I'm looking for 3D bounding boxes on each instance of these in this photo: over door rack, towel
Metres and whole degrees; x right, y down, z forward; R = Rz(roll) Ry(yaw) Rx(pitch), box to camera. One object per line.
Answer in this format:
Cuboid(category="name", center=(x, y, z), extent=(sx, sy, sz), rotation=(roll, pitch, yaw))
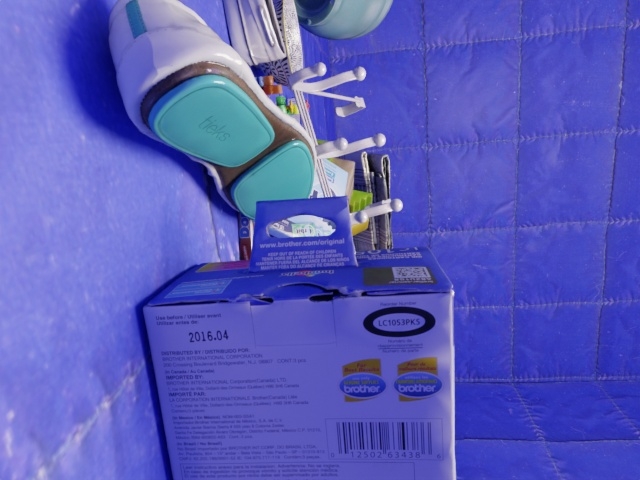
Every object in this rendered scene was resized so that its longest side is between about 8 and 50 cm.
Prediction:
Cuboid(category="over door rack", center=(0.068, -0.158, 0.750), extent=(0.324, 0.108, 0.239), rotation=(-26, 101, -70))
Cuboid(category="towel", center=(0.069, -0.097, 1.214), extent=(0.056, 0.324, 0.312), rotation=(-19, 112, -37))

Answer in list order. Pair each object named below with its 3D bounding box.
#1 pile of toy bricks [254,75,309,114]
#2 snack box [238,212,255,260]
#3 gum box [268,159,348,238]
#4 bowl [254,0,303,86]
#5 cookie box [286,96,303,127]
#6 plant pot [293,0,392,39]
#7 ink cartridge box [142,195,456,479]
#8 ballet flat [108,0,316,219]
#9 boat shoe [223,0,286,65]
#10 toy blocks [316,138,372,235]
Cuboid(category="pile of toy bricks", center=(-0.072, -0.217, 0.727), extent=(0.212, 0.105, 0.118), rotation=(-74, 159, -69))
Cuboid(category="snack box", center=(-0.110, -0.045, 0.680), extent=(0.064, 0.022, 0.178), rotation=(14, 73, -81))
Cuboid(category="gum box", center=(-0.028, -0.076, 0.795), extent=(0.157, 0.041, 0.184), rotation=(26, 63, -34))
Cuboid(category="bowl", center=(-0.085, -0.357, 0.788), extent=(0.170, 0.080, 0.170), rotation=(-3, 90, -81))
Cuboid(category="cookie box", center=(-0.058, -0.296, 1.098), extent=(0.092, 0.040, 0.107), rotation=(45, 43, -78))
Cuboid(category="plant pot", center=(0.015, -0.636, 1.060), extent=(0.196, 0.293, 0.293), rotation=(-45, 137, -44))
Cuboid(category="ink cartridge box", center=(-0.005, 0.158, 0.445), extent=(0.151, 0.270, 0.395), rotation=(-70, 156, -75))
Cuboid(category="ballet flat", center=(-0.095, -0.129, 0.498), extent=(0.400, 0.139, 0.139), rotation=(45, 42, -77))
Cuboid(category="boat shoe", center=(-0.104, -0.403, 0.638), extent=(0.096, 0.088, 0.267), rotation=(-76, 161, -64))
Cuboid(category="toy blocks", center=(0.000, 0.000, 1.006), extent=(0.381, 0.191, 0.261), rotation=(90, 15, -56))
